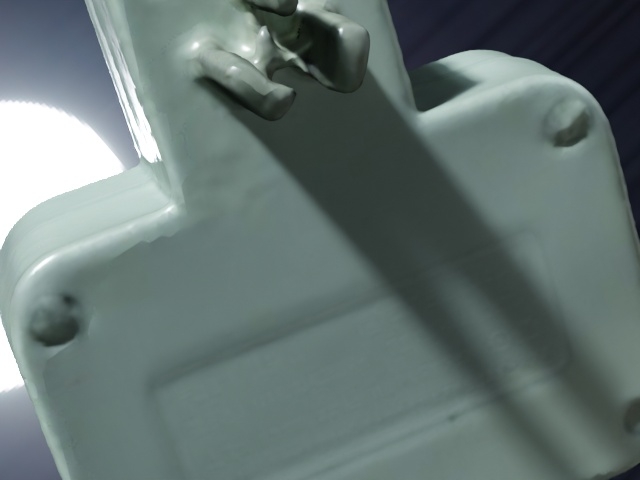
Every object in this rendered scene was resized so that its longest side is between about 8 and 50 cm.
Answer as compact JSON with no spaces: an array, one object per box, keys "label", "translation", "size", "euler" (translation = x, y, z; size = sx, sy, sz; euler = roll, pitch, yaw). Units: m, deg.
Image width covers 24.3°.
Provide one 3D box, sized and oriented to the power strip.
[{"label":"power strip","translation":[0.000,0.000,0.529],"size":[0.141,0.229,0.261],"euler":[-138,29,-69]}]
